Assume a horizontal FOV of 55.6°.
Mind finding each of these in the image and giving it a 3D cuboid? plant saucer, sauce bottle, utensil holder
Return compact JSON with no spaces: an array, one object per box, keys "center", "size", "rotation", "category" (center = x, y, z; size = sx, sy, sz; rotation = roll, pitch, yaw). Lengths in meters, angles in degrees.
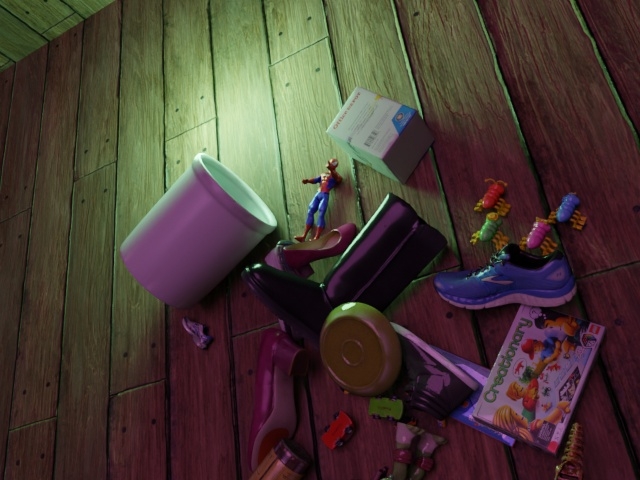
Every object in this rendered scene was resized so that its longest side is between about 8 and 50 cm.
[{"center":[0.087,0.275,1.508],"size":[0.240,0.037,0.241],"rotation":[5,98,36],"category":"plant saucer"},{"center":[-0.165,0.680,1.591],"size":[0.344,0.111,0.111],"rotation":[-51,54,2],"category":"sauce bottle"},{"center":[-0.383,-0.024,1.895],"size":[0.385,0.327,0.328],"rotation":[-44,54,9],"category":"utensil holder"}]

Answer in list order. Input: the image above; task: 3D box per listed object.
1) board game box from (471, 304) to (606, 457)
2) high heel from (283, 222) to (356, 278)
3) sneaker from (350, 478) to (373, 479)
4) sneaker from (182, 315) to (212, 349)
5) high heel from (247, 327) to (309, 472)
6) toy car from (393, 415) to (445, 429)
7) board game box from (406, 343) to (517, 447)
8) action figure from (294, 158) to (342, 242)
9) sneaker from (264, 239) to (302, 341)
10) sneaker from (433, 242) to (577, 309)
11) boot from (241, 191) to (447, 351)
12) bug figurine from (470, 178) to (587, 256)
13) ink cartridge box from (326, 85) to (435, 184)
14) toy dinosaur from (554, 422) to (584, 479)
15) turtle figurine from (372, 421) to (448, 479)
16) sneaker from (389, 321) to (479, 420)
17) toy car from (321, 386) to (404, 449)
[{"center":[0.495,0.304,1.373],"size":[0.192,0.053,0.305],"rotation":[18,70,35],"category":"board game box"},{"center":[0.000,0.000,1.748],"size":[0.244,0.117,0.082],"rotation":[-37,37,-15],"category":"high heel"},{"center":[0.110,0.616,1.510],"size":[0.083,0.032,0.037],"rotation":[-10,79,32],"category":"sneaker"},{"center":[-0.389,0.285,1.937],"size":[0.058,0.052,0.135],"rotation":[-43,61,-4],"category":"sneaker"},{"center":[-0.145,0.438,1.685],"size":[0.181,0.127,0.378],"rotation":[22,91,51],"category":"high heel"},{"center":[0.244,0.456,1.483],"size":[0.122,0.060,0.041],"rotation":[-10,96,34],"category":"toy car"},{"center":[0.360,0.368,1.468],"size":[0.281,0.027,0.145],"rotation":[20,79,35],"category":"board game box"},{"center":[-0.013,-0.138,1.844],"size":[0.091,0.139,0.281],"rotation":[12,73,32],"category":"action figure"},{"center":[-0.098,0.154,1.796],"size":[0.129,0.110,0.297],"rotation":[-30,62,52],"category":"sneaker"},{"center":[0.430,0.074,1.455],"size":[0.329,0.147,0.130],"rotation":[-7,22,27],"category":"sneaker"},{"center":[0.064,0.049,1.616],"size":[0.445,0.367,0.146],"rotation":[-47,12,9],"category":"boot"},{"center":[0.503,-0.061,1.517],"size":[0.278,0.072,0.216],"rotation":[13,54,33],"category":"bug figurine"},{"center":[0.175,-0.309,1.781],"size":[0.232,0.168,0.171],"rotation":[34,88,36],"category":"ink cartridge box"},{"center":[0.498,0.539,1.195],"size":[0.164,0.218,0.322],"rotation":[28,85,37],"category":"toy dinosaur"},{"center":[0.220,0.565,1.367],"size":[0.197,0.275,0.267],"rotation":[19,73,0],"category":"turtle figurine"},{"center":[0.223,0.319,1.485],"size":[0.295,0.104,0.147],"rotation":[35,84,32],"category":"sneaker"},{"center":[0.121,0.426,1.558],"size":[0.224,0.053,0.239],"rotation":[-2,69,36],"category":"toy car"}]
